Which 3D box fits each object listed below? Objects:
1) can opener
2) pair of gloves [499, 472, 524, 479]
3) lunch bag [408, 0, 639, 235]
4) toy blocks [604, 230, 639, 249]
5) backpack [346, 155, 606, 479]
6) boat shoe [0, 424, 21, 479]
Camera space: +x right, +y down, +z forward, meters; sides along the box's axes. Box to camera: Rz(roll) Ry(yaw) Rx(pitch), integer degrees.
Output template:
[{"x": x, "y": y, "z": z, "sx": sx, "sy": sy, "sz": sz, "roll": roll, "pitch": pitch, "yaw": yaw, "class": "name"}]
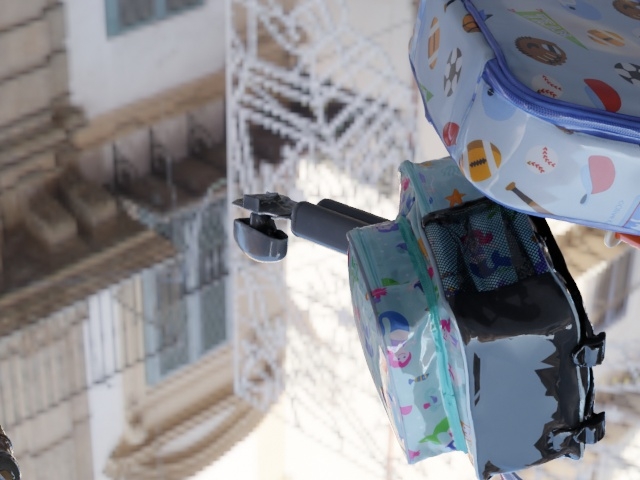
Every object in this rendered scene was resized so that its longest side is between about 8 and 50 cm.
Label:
[{"x": 0.000, "y": 0.000, "z": 1.796, "sx": 0.076, "sy": 0.095, "sz": 0.283, "roll": -9, "pitch": -159, "yaw": -43, "class": "can opener"}, {"x": 0.240, "y": 0.296, "z": 1.437, "sx": 0.023, "sy": 0.198, "sz": 0.159, "roll": -35, "pitch": -146, "yaw": -18, "class": "pair of gloves"}, {"x": 0.202, "y": -0.123, "z": 1.148, "sx": 0.243, "sy": 0.115, "sz": 0.303, "roll": 8, "pitch": -147, "yaw": -13, "class": "lunch bag"}, {"x": 0.339, "y": -0.016, "z": 1.521, "sx": 0.148, "sy": 0.054, "sz": 0.123, "roll": 31, "pitch": -148, "yaw": 27, "class": "toy blocks"}, {"x": 0.122, "y": 0.051, "z": 1.249, "sx": 0.191, "sy": 0.225, "sz": 0.254, "roll": -9, "pitch": -138, "yaw": 4, "class": "backpack"}, {"x": -0.526, "y": 0.329, "z": 1.931, "sx": 0.324, "sy": 0.122, "sz": 0.120, "roll": -29, "pitch": -130, "yaw": 10, "class": "boat shoe"}]
